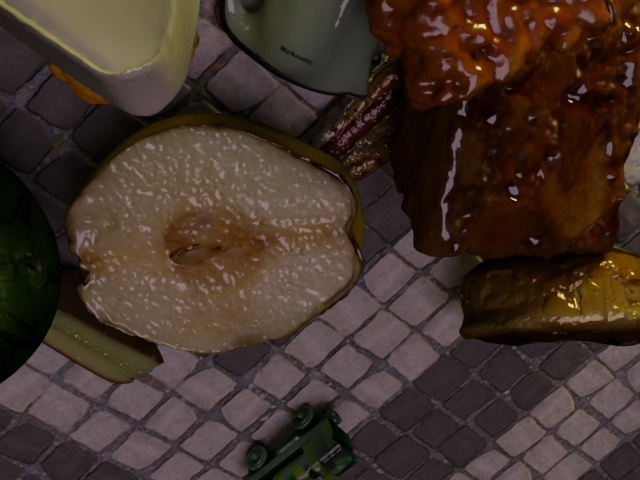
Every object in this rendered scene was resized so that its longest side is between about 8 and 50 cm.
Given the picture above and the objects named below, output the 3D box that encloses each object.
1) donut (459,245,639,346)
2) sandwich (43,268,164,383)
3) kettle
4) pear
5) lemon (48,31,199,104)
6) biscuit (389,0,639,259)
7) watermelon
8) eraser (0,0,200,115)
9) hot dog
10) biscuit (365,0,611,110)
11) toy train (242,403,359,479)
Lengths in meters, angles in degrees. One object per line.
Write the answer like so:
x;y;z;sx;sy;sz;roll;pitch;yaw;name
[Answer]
0.379;0.086;1.605;0.329;0.330;0.160;1;88;-18;donut
-0.347;0.117;1.494;0.094;0.096;0.258;-38;127;17;sandwich
-0.006;-0.327;1.282;0.240;0.165;0.255;26;119;2;kettle
-0.136;-0.034;1.392;0.386;0.191;0.341;-5;120;1;pear
-0.239;-0.236;1.262;0.187;0.142;0.142;-12;125;-12;lemon
0.270;-0.177;1.396;0.342;0.166;0.395;-1;108;-32;biscuit
-0.483;0.037;1.240;0.363;0.363;0.363;-8;125;-12;watermelon
-0.284;-0.321;1.133;0.331;0.150;0.332;0;80;0;eraser
0.061;-0.156;1.454;0.252;0.069;0.131;-40;123;9;hot dog
0.187;-0.335;1.148;0.318;0.110;0.312;-26;112;-11;biscuit
-0.041;0.370;1.734;0.200;0.132;0.083;-42;124;9;toy train
